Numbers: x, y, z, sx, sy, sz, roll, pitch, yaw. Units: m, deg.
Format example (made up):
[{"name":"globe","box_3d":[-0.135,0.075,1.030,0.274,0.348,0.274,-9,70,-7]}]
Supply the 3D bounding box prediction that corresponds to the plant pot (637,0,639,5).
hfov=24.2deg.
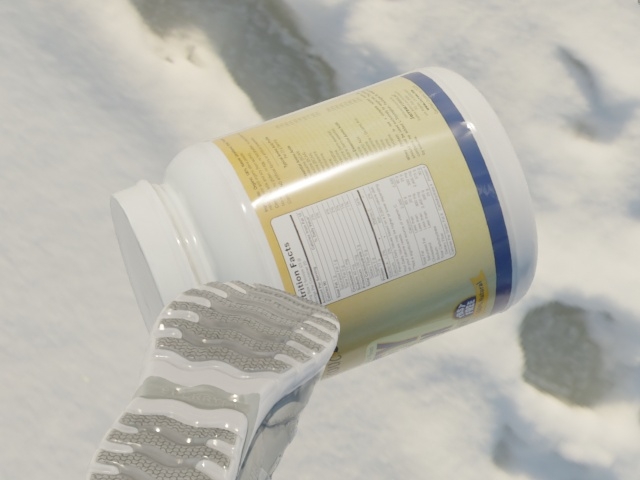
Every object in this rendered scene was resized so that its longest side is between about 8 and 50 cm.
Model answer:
[{"name":"plant pot","box_3d":[0.371,-0.312,1.112,0.235,0.293,0.293,7,107,13]}]

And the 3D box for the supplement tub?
[{"name":"supplement tub","box_3d":[0.000,0.000,1.275,0.316,0.228,0.228,-20,114,-13]}]

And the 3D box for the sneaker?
[{"name":"sneaker","box_3d":[-0.072,0.120,0.899,0.105,0.281,0.115,19,123,13]}]
